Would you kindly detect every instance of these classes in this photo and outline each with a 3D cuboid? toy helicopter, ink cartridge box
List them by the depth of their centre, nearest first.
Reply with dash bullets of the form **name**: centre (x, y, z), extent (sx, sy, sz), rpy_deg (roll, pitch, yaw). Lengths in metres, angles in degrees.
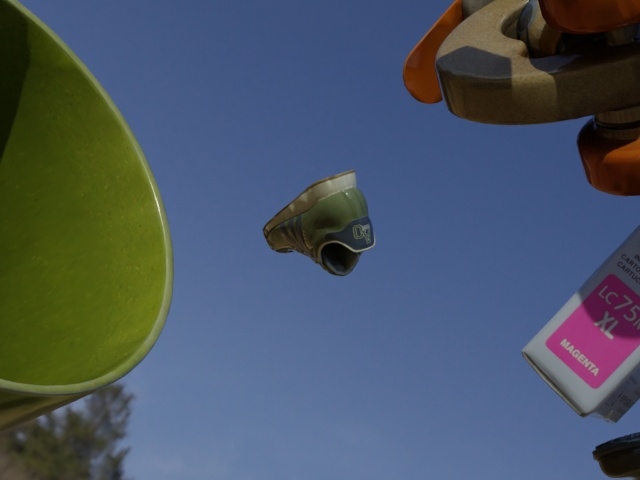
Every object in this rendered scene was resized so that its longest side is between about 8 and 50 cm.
- **ink cartridge box**: centre (0.255, -0.020, 0.840), extent (0.065, 0.311, 0.186), rpy_deg (46, 5, 17)
- **toy helicopter**: centre (0.207, -0.174, 0.954), extent (0.235, 0.355, 0.140), rpy_deg (8, -52, 46)

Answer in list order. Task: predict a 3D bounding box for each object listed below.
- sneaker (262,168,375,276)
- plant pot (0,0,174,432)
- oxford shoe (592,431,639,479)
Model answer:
- **sneaker**: centre (0.000, 0.000, 1.402), extent (0.086, 0.064, 0.192), rpy_deg (66, -26, 8)
- **plant pot**: centre (-0.282, 0.027, 0.792), extent (0.294, 0.274, 0.275), rpy_deg (-34, -68, 29)
- **oxford shoe**: centre (0.351, 0.229, 1.308), extent (0.227, 0.096, 0.083), rpy_deg (15, -28, -26)
